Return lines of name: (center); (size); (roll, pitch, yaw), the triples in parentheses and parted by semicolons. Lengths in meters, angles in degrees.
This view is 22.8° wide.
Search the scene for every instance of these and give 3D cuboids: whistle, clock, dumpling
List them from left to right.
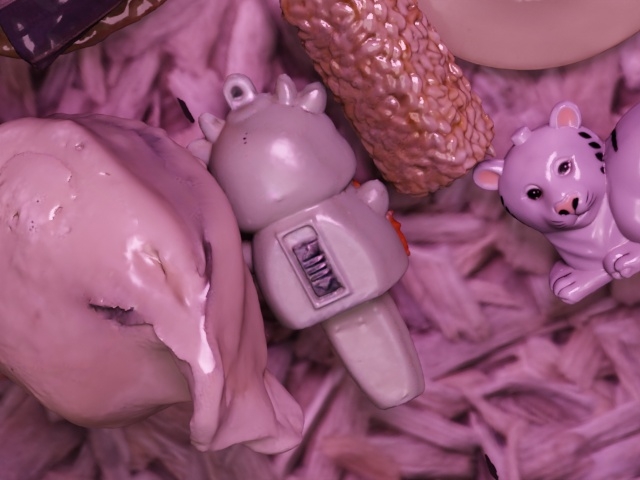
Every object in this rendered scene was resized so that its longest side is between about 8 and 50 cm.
dumpling: (-0.131, 0.030, 1.053); (0.187, 0.318, 0.243); (-56, 144, -8)
whistle: (0.001, 0.000, 1.058); (0.102, 0.106, 0.253); (-18, 106, 42)
clock: (0.131, -0.222, 0.993); (0.235, 0.029, 0.235); (2, 115, 5)
clock: (0.198, -0.050, 1.033); (0.176, 0.080, 0.117); (-32, 107, 18)

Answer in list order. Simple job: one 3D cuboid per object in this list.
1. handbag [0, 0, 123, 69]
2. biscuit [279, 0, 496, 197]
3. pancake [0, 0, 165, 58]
handbag: (-0.126, -0.251, 0.927); (0.254, 0.089, 0.211); (-37, 103, -1)
biscuit: (0.041, -0.106, 1.014); (0.082, 0.070, 0.168); (-18, 115, 38)
pancake: (-0.175, -0.233, 0.999); (0.242, 0.050, 0.241); (-1, 111, -4)
